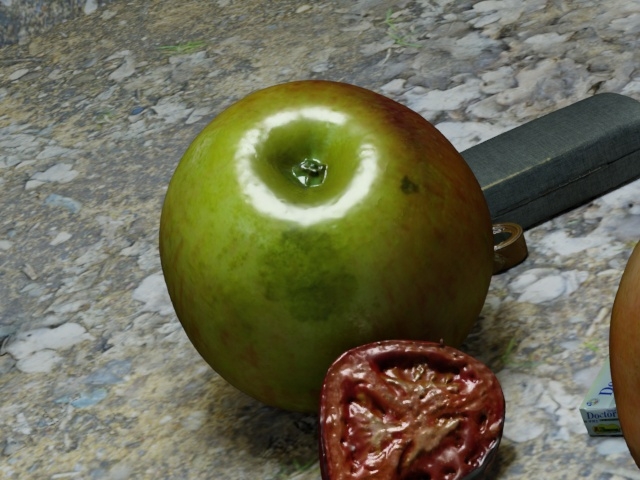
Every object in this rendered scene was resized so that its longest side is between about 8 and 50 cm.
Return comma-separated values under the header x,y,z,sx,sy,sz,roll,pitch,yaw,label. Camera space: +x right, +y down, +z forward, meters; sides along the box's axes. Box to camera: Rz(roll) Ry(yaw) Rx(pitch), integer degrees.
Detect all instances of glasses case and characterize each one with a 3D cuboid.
x,y,z,sx,sy,sz,roll,pitch,yaw,label
0.235,-0.076,2.216,0.323,0.074,0.131,-24,27,-12,glasses case

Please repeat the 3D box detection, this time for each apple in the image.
x,y,z,sx,sy,sz,roll,pitch,yaw,label
0.000,0.000,1.911,0.340,0.339,0.339,-15,26,7,apple

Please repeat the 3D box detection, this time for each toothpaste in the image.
x,y,z,sx,sy,sz,roll,pitch,yaw,label
0.296,0.125,1.824,0.046,0.034,0.164,-5,28,33,toothpaste

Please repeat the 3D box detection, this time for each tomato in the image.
x,y,z,sx,sy,sz,roll,pitch,yaw,label
0.082,0.180,1.782,0.174,0.166,0.082,-1,-18,-5,tomato

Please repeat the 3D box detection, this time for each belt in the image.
x,y,z,sx,sy,sz,roll,pitch,yaw,label
0.186,0.012,2.120,0.083,0.036,0.059,-16,32,6,belt

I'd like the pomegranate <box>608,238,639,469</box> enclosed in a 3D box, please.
x,y,z,sx,sy,sz,roll,pitch,yaw,label
0.378,0.091,1.550,0.319,0.319,0.319,-15,26,7,pomegranate
